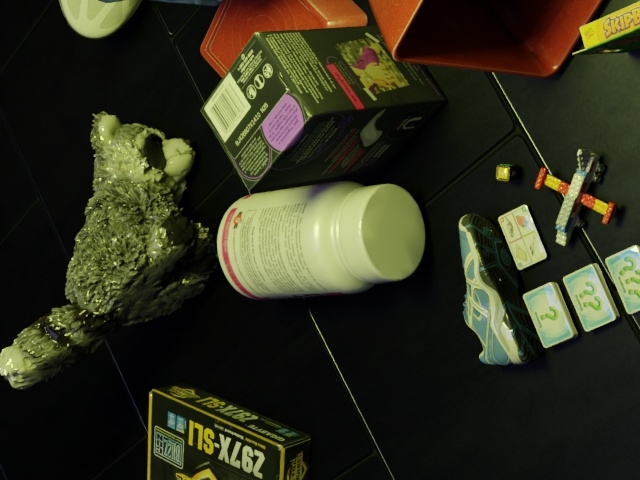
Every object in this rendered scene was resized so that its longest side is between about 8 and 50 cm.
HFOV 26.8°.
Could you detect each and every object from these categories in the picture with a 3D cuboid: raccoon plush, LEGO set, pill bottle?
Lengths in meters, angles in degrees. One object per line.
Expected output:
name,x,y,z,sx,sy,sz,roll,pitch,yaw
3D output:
raccoon plush,-0.376,-0.011,2.138,0.299,0.446,0.216,53,161,24
LEGO set,0.301,-0.003,1.693,0.182,0.060,0.244,-28,78,40
pill bottle,0.000,0.000,1.915,0.283,0.160,0.160,-6,93,45

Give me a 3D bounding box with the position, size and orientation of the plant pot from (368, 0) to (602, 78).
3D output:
plant pot,0.190,-0.380,1.602,0.235,0.267,0.267,58,133,36

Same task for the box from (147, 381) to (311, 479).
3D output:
box,-0.157,0.400,2.207,0.322,0.079,0.257,17,108,42

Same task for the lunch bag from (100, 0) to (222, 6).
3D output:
lunch bag,-0.165,-0.540,1.735,0.328,0.239,0.385,-30,66,58

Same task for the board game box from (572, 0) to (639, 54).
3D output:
board game box,0.410,-0.260,1.486,0.259,0.124,0.039,-23,80,44

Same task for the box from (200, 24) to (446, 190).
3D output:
box,0.005,-0.181,1.795,0.165,0.270,0.143,-47,65,39

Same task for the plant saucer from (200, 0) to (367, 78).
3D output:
plant saucer,-0.073,-0.303,2.008,0.258,0.048,0.259,49,127,26

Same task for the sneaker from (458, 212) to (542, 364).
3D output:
sneaker,0.217,0.068,1.772,0.081,0.080,0.211,-22,81,41

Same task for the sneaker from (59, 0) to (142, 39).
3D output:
sneaker,-0.314,-0.482,2.046,0.257,0.169,0.447,-96,25,-59
